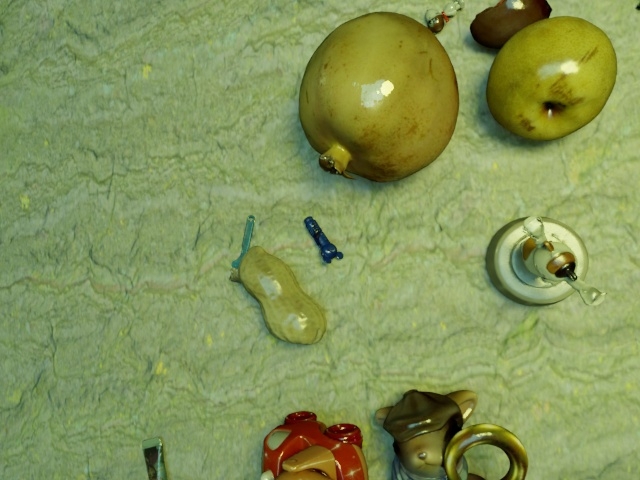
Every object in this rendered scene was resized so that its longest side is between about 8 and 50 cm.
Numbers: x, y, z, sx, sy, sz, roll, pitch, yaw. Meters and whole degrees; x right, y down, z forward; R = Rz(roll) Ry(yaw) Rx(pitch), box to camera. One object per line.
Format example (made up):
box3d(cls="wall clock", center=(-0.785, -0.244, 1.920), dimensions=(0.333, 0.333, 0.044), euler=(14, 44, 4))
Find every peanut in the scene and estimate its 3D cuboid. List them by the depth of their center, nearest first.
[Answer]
box3d(cls="peanut", center=(-0.092, 0.126, 0.956), dimensions=(0.123, 0.123, 0.256), euler=(-46, 72, 10))

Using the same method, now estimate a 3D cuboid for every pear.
box3d(cls="pear", center=(0.404, -0.290, 0.782), dimensions=(0.209, 0.209, 0.209), euler=(-1, 86, 18))

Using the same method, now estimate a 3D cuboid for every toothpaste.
box3d(cls="toothpaste", center=(-0.391, 0.591, 1.062), dimensions=(0.062, 0.037, 0.216), euler=(-21, 76, 17))

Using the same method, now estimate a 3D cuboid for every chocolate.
box3d(cls="chocolate", center=(0.359, -0.433, 0.846), dimensions=(0.133, 0.124, 0.127), euler=(-34, 62, 42))

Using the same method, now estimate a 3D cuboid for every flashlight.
box3d(cls="flashlight", center=(0.000, 0.000, 0.975), dimensions=(0.121, 0.057, 0.035), euler=(56, 141, 19))

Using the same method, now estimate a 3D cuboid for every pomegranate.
box3d(cls="pomegranate", center=(0.102, -0.251, 0.827), dimensions=(0.319, 0.319, 0.319), euler=(-1, 86, 18))

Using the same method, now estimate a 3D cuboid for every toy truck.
box3d(cls="toy truck", center=(-0.039, 0.456, 0.830), dimensions=(0.265, 0.239, 0.189), euler=(-9, 84, 43))

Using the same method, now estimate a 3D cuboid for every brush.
box3d(cls="brush", center=(-0.179, 0.020, 1.041), dimensions=(0.051, 0.014, 0.164), euler=(11, 89, 17))

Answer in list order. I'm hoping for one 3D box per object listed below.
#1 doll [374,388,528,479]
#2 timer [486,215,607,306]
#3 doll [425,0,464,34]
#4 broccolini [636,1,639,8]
box3d(cls="doll", center=(0.211, 0.449, 0.786), dimensions=(0.318, 0.209, 0.339), euler=(-9, 87, 24))
box3d(cls="timer", center=(0.375, 0.032, 0.731), dimensions=(0.175, 0.266, 0.175), euler=(-1, 86, 18))
box3d(cls="doll", center=(0.260, -0.472, 0.921), dimensions=(0.085, 0.040, 0.058), euler=(-13, 73, 17))
box3d(cls="broccolini", center=(0.719, -0.423, 0.757), dimensions=(0.271, 0.062, 0.123), euler=(33, 112, 22))
